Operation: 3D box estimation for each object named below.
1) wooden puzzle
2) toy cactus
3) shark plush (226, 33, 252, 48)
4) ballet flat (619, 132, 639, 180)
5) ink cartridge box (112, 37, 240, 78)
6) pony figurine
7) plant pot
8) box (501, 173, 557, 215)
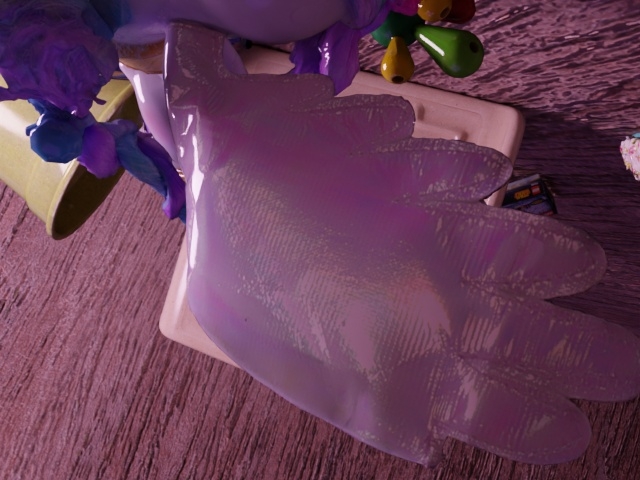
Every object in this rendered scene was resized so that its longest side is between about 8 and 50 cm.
[{"bbox_3d":[0.015,-0.008,1.005,0.347,0.322,0.080,19,-176,32],"label":"wooden puzzle"},{"bbox_3d":[0.004,-0.174,0.629,0.218,0.112,0.180,17,-165,-3],"label":"toy cactus"},{"bbox_3d":[-0.095,-0.203,0.890,0.161,0.073,0.067,29,142,-29],"label":"shark plush"},{"bbox_3d":[0.332,-0.034,0.779,0.091,0.077,0.241,24,175,-41],"label":"ballet flat"},{"bbox_3d":[-0.261,-0.205,1.025,0.303,0.072,0.307,4,-172,-38],"label":"ink cartridge box"},{"bbox_3d":[-0.024,-0.117,0.408,0.350,0.303,0.363,12,149,35],"label":"pony figurine"},{"bbox_3d":[-0.404,-0.183,1.414,0.253,0.276,0.276,33,175,0],"label":"plant pot"},{"bbox_3d":[0.206,-0.034,1.186,0.137,0.027,0.094,-18,161,18],"label":"box"}]
